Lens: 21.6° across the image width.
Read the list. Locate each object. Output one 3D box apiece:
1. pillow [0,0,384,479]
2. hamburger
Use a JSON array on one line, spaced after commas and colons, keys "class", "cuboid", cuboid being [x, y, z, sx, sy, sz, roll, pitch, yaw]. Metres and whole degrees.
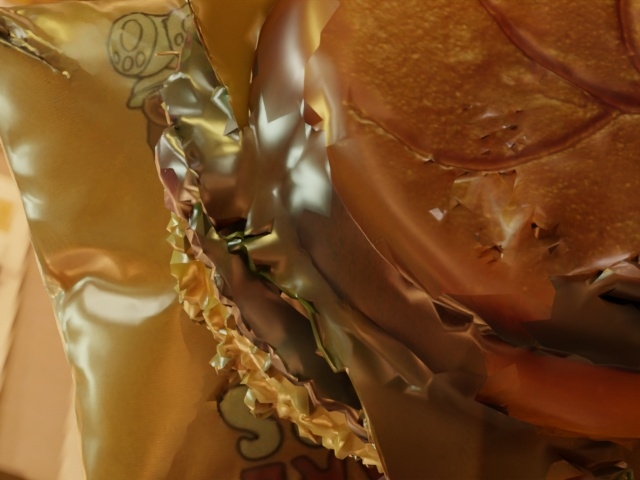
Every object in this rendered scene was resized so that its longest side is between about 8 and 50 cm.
[{"class": "pillow", "cuboid": [0.000, 0.000, 0.827, 0.119, 0.310, 0.312, 145, 112, -68]}, {"class": "hamburger", "cuboid": [0.065, -0.008, 0.551, 0.262, 0.243, 0.139, 67, 153, 25]}]
